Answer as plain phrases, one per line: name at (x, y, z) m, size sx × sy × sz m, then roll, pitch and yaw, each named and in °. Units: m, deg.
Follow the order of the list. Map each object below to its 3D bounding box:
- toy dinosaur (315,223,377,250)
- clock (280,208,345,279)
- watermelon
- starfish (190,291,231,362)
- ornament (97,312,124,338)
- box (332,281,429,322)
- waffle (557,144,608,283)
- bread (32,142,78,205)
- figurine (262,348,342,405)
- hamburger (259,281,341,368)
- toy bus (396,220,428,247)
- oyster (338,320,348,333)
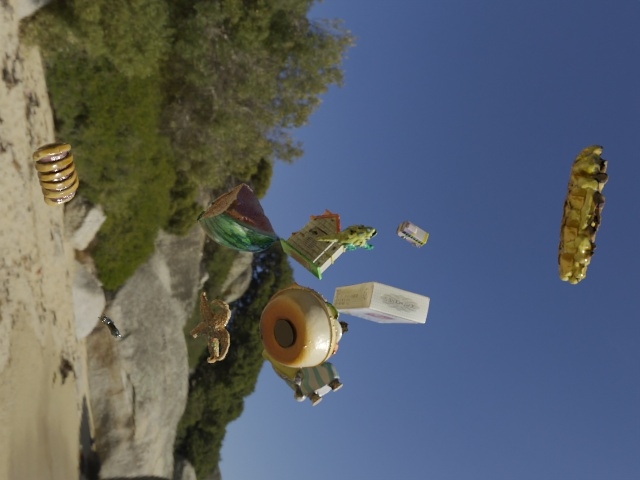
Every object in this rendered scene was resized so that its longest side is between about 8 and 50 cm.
toy dinosaur at (0.111, -0.010, 2.227) m, size 0.153 × 0.259 × 0.094 m, roll 38°, pitch 48°, yaw -59°
clock at (0.000, 0.000, 2.357) m, size 0.220 × 0.255 × 0.106 m, roll 38°, pitch -20°, yaw 24°
watermelon at (-0.369, -0.076, 2.137) m, size 0.292 × 0.222 × 0.319 m, roll -33°, pitch -108°, yaw 34°
starfish at (-0.318, 0.251, 1.639) m, size 0.209 × 0.150 × 0.053 m, roll 67°, pitch 14°, yaw 14°
ornament at (-0.647, 0.265, 1.710) m, size 0.073 × 0.028 × 0.125 m, roll 50°, pitch -19°, yaw 18°
box at (0.198, 0.219, 1.906) m, size 0.330 × 0.210 × 0.095 m, roll 160°, pitch -55°, yaw -69°
waffle at (0.729, -0.074, 1.559) m, size 0.095 × 0.382 × 0.379 m, roll 8°, pitch -70°, yaw 22°
bread at (-0.900, -0.230, 1.904) m, size 0.081 × 0.134 × 0.225 m, roll 24°, pitch -47°, yaw 24°
figurine at (-0.053, 0.548, 2.387) m, size 0.361 × 0.266 × 0.377 m, roll 54°, pitch -10°, yaw 25°
hamburger at (-0.059, 0.231, 1.452) m, size 0.237 × 0.147 × 0.236 m, roll 4°, pitch -84°, yaw 36°
toy bus at (0.324, -0.024, 1.952) m, size 0.058 × 0.102 × 0.052 m, roll -42°, pitch -161°, yaw 56°
oyster at (0.091, 0.361, 2.320) m, size 0.083 × 0.054 × 0.019 m, roll -83°, pitch 157°, yaw -64°
